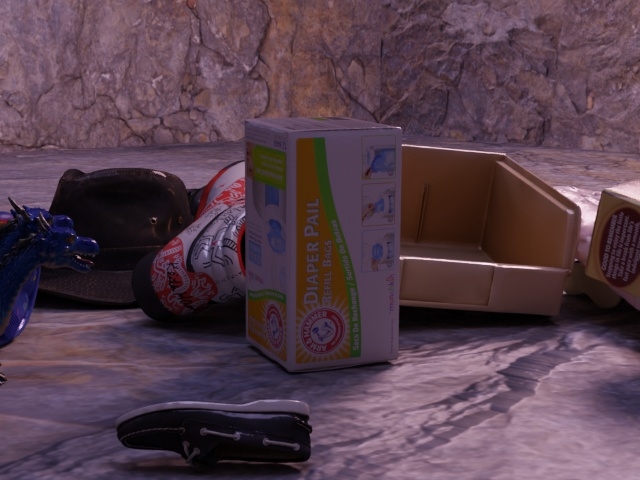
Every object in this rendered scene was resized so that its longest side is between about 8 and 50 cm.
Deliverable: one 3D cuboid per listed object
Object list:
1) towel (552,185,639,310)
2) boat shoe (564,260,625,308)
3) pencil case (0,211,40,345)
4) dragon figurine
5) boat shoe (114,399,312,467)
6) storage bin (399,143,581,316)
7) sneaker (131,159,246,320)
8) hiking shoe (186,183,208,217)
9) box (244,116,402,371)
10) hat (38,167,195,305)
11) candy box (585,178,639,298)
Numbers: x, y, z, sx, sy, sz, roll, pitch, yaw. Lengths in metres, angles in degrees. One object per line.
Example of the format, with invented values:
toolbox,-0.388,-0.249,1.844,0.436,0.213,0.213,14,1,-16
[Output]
towel,0.414,0.015,1.216,0.317,0.053,0.332,0,20,-16
boat shoe,0.297,0.042,1.267,0.042,0.049,0.133,-10,6,-10
pencil case,-0.405,0.036,1.070,0.306,0.133,0.119,1,-36,0
dragon figurine,-0.322,0.042,0.937,0.289,0.144,0.085,-3,9,-19
boat shoe,-0.067,0.126,0.758,0.125,0.038,0.046,0,-26,-9
storage bin,0.100,-0.017,1.248,0.262,0.123,0.260,5,15,-12
sneaker,-0.067,-0.015,1.216,0.145,0.090,0.270,-16,21,32
hiking shoe,-0.183,-0.031,1.671,0.114,0.086,0.227,-14,4,-4
box,0.000,0.000,1.029,0.103,0.203,0.114,-4,12,-23
hat,-0.234,-0.020,1.368,0.331,0.134,0.331,1,9,0
candy box,0.404,0.030,0.983,0.183,0.088,0.316,-13,30,-43
